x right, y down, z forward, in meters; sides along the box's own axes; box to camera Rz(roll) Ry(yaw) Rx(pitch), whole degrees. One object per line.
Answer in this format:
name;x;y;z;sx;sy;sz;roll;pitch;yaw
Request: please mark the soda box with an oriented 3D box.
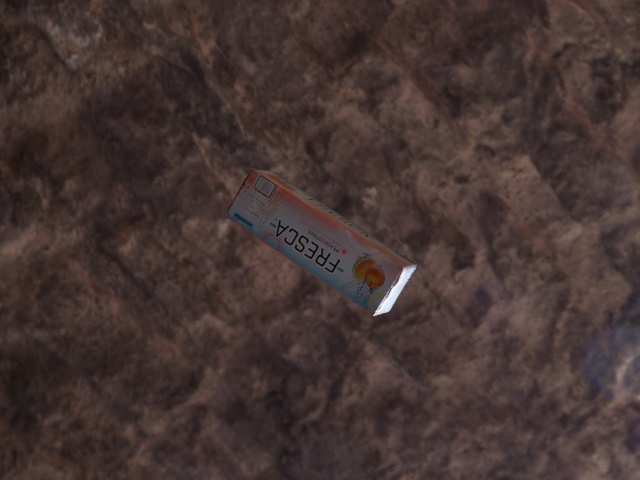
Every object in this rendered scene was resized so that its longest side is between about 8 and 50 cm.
soda box;0.000;0.000;0.984;0.058;0.183;0.063;-59;-16;10
